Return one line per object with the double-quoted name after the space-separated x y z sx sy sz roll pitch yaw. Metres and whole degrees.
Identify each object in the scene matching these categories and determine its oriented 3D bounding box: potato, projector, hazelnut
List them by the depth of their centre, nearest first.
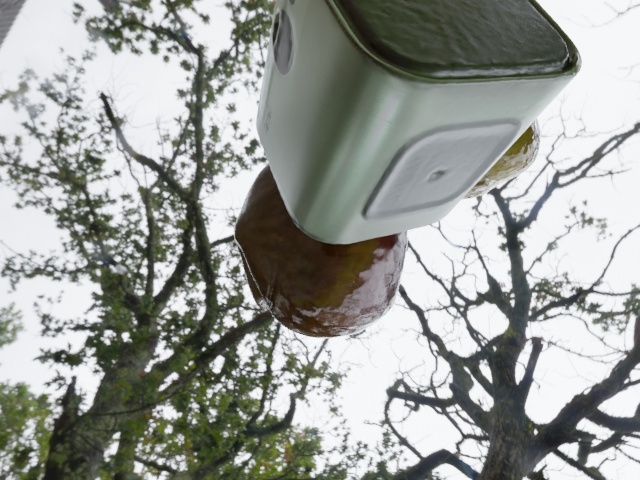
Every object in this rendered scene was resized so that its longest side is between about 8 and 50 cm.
0.078 -0.170 0.481 0.249 0.249 0.248 -12 -116 -23 "projector"
0.000 0.000 0.896 0.360 0.359 0.408 -2 -108 25 "hazelnut"
0.401 -0.222 1.047 0.296 0.397 0.289 -2 -91 37 "potato"
